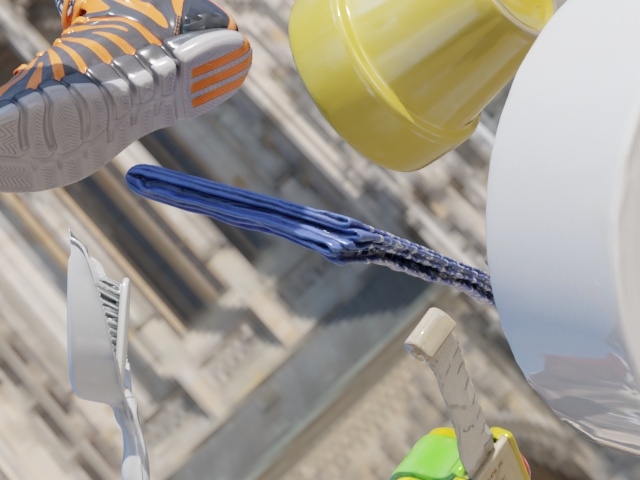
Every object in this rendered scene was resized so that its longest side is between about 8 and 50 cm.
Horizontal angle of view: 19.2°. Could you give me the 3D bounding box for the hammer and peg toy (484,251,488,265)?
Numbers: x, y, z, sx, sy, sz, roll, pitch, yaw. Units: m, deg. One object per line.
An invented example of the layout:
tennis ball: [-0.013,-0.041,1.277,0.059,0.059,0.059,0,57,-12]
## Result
hammer and peg toy: [0.372,-0.016,1.926,0.127,0.361,0.266,-50,-19,-68]

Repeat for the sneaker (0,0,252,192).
sneaker: [-0.240,-0.167,1.809,0.321,0.180,0.124,-23,-34,-26]

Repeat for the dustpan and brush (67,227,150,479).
dustpan and brush: [-0.159,0.102,1.447,0.060,0.211,0.147,0,-6,-1]

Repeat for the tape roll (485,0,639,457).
tape roll: [0.224,-0.018,0.991,0.286,0.100,0.286,-4,-82,-34]

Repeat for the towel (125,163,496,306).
towel: [0.000,0.000,1.717,0.336,0.243,0.040,20,-93,-61]

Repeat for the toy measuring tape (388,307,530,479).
toy measuring tape: [0.092,0.165,1.468,0.121,0.121,0.330,-37,-47,-15]

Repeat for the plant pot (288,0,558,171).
plant pot: [0.132,-0.243,2.170,0.239,0.254,0.254,-34,-14,33]
